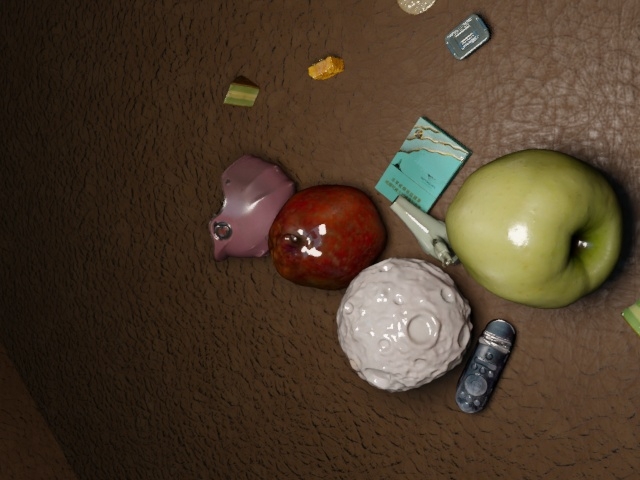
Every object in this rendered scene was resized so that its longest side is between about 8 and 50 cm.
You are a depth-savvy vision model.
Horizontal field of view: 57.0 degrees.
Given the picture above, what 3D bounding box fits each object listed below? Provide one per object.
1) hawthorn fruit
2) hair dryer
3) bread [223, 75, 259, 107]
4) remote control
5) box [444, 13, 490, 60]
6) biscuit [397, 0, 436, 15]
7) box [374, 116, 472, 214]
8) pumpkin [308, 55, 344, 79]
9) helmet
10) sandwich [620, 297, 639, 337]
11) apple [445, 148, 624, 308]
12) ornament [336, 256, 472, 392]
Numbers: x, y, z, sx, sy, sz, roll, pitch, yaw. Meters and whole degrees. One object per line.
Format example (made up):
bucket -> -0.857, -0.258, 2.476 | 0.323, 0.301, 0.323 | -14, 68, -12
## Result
hawthorn fruit -> 0.010, 0.001, 1.581 | 0.308, 0.324, 0.309 | 27, 138, 27
hair dryer -> 0.251, -0.027, 1.442 | 0.229, 0.267, 0.092 | 45, 102, 13
bread -> -0.262, -0.454, 1.777 | 0.084, 0.139, 0.074 | 37, 116, 22
remote control -> 0.424, 0.318, 1.519 | 0.090, 0.066, 0.266 | 24, 105, 13
box -> 0.362, -0.490, 1.434 | 0.099, 0.054, 0.074 | -35, 77, 31
biscuit -> 0.248, -0.638, 1.505 | 0.120, 0.015, 0.120 | 5, 100, 31
box -> 0.266, -0.183, 1.546 | 0.162, 0.041, 0.229 | 41, 116, 20
pumpkin -> 0.016, -0.482, 1.639 | 0.083, 0.074, 0.054 | -21, 90, 30
helmet -> -0.180, -0.073, 1.721 | 0.197, 0.271, 0.339 | 16, 103, 14
sandwich -> 0.727, 0.189, 1.295 | 0.116, 0.074, 0.074 | 46, 117, 17
apple -> 0.457, -0.030, 1.277 | 0.357, 0.357, 0.358 | 5, 100, 31
ornament -> 0.201, 0.198, 1.472 | 0.336, 0.337, 0.338 | 5, 100, 31
